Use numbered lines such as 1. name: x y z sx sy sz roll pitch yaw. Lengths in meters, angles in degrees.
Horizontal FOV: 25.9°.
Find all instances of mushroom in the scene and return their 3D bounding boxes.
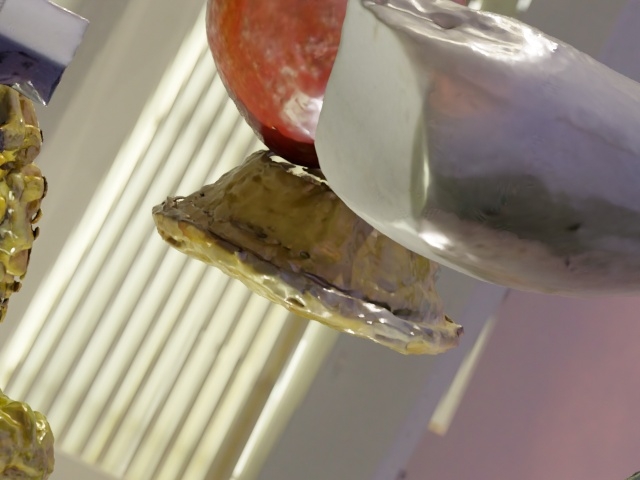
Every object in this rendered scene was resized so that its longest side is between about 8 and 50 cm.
1. mushroom: 0.133 -0.028 0.563 0.103 0.270 0.118 -99 -159 -46

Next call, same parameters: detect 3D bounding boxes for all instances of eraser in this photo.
1. eraser: -0.395 -0.238 1.175 0.096 0.404 0.098 30 -86 53

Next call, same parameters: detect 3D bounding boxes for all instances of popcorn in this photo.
1. popcorn: -0.352 0.191 1.295 0.155 0.197 0.197 -56 173 -6

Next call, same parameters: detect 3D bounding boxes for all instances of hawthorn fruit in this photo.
1. hawthorn fruit: 0.005 -0.170 1.229 0.263 0.231 0.235 -67 -166 -7

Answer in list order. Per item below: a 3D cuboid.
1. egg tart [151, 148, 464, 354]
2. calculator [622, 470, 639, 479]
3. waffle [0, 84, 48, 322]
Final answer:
1. egg tart: 0.000 0.000 1.259 0.315 0.315 0.120 -19 133 -81
2. calculator: 0.097 0.153 0.453 0.299 0.041 0.185 -30 130 -14
3. waffle: -0.417 -0.109 1.647 0.095 0.382 0.379 -7 149 -31
